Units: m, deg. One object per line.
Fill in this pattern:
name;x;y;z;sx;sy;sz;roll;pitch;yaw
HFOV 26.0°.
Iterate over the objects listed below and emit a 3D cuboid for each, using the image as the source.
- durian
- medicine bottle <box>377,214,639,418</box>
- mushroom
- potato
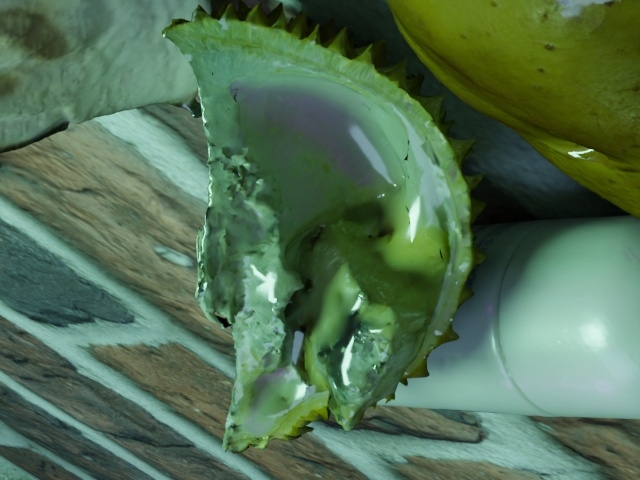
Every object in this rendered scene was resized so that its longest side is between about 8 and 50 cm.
durian;0.000;0.000;0.843;0.172;0.166;0.306;25;123;33
medicine bottle;0.126;0.052;0.931;0.130;0.130;0.341;40;153;-29
mushroom;-0.191;-0.157;0.790;0.162;0.236;0.173;53;146;28
potato;0.143;-0.088;0.584;0.195;0.176;0.369;-24;135;28
